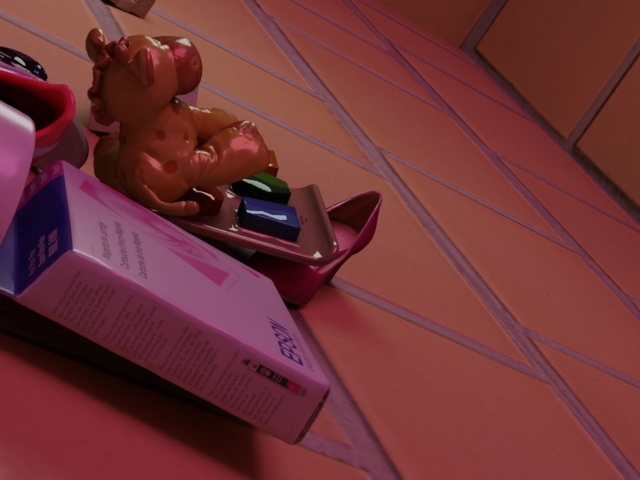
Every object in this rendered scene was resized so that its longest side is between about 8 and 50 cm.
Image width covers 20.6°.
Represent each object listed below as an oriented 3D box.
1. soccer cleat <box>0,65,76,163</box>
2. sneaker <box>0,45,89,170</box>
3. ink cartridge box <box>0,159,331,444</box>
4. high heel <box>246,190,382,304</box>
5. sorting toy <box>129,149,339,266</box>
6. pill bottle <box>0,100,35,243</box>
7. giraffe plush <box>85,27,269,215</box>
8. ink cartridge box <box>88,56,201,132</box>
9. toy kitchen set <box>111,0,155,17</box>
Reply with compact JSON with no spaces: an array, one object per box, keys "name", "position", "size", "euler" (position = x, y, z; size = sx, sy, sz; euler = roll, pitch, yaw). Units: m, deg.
[{"name":"soccer cleat","position":[-0.351,-0.121,1.422],"size":[0.318,0.116,0.108],"euler":[11,66,-38]},{"name":"sneaker","position":[-0.295,-0.144,1.802],"size":[0.217,0.079,0.121],"euler":[38,16,18]},{"name":"ink cartridge box","position":[-0.166,0.023,1.500],"size":[0.330,0.071,0.324],"euler":[31,8,-17]},{"name":"high heel","position":[0.000,0.000,1.907],"size":[0.082,0.117,0.244],"euler":[39,15,17]},{"name":"sorting toy","position":[-0.107,-0.065,1.903],"size":[0.229,0.041,0.307],"euler":[12,20,-12]},{"name":"pill bottle","position":[-0.400,-0.094,1.118],"size":[0.408,0.229,0.229],"euler":[28,16,-23]},{"name":"giraffe plush","position":[-0.167,-0.129,1.733],"size":[0.181,0.170,0.210],"euler":[2,26,30]},{"name":"ink cartridge box","position":[-0.197,-0.171,2.026],"size":[0.092,0.090,0.143],"euler":[9,11,11]},{"name":"toy kitchen set","position":[-0.286,-0.387,2.608],"size":[0.068,0.075,0.083],"euler":[44,13,37]}]
